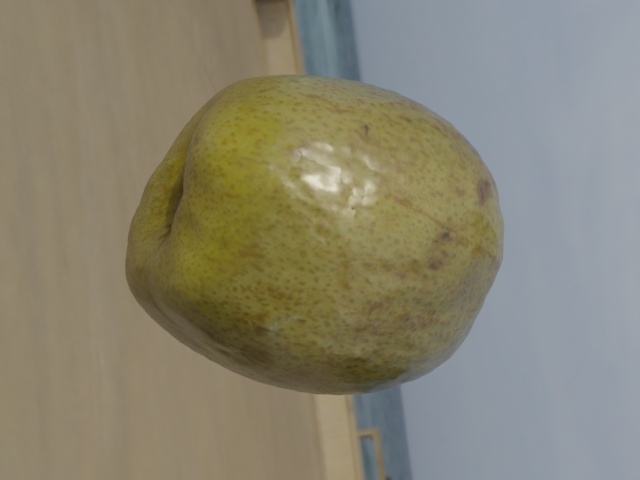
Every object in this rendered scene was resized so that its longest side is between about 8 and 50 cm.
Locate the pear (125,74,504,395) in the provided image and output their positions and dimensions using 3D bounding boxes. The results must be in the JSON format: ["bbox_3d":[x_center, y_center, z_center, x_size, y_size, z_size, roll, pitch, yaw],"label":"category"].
[{"bbox_3d":[0.000,0.000,0.664,0.228,0.211,0.188,-21,-129,65],"label":"pear"}]
